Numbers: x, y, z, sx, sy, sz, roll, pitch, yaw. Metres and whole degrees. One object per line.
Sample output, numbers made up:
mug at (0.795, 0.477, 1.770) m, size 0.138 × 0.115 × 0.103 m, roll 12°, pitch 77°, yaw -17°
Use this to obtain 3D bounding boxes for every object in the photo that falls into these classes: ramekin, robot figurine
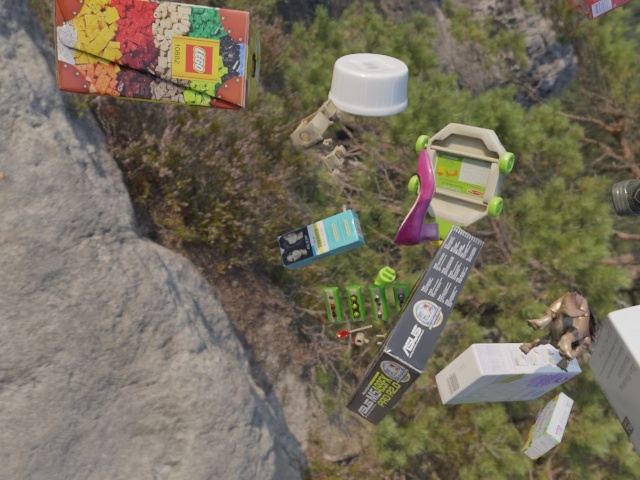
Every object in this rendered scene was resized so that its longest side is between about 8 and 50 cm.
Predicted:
ramekin at (0.168, -0.539, 1.748) m, size 0.277 × 0.277 × 0.135 m, roll -47°, pitch 149°, yaw -47°
robot figurine at (0.257, 0.152, 2.028) m, size 0.067 × 0.115 × 0.101 m, roll 30°, pitch 57°, yaw 9°

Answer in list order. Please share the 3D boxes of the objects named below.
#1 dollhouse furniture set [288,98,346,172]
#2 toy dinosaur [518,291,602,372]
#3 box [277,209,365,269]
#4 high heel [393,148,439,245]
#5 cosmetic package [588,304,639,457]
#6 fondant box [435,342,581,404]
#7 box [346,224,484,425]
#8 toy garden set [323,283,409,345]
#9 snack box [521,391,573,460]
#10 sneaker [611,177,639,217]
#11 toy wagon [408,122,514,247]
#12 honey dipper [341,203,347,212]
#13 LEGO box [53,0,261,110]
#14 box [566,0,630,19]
dollhouse furniture set at (0.010, -0.309, 1.560) m, size 0.161 × 0.101 × 0.181 m, roll 52°, pitch 38°, yaw -20°
toy dinosaur at (0.575, 0.183, 1.173) m, size 0.200 × 0.127 × 0.295 m, roll -41°, pitch 142°, yaw -14°
box at (0.000, 0.000, 1.507) m, size 0.060 × 0.245 × 0.100 m, roll 29°, pitch 44°, yaw -63°
high heel at (0.237, -0.109, 1.307) m, size 0.082 × 0.117 × 0.243 m, roll -13°, pitch 98°, yaw -80°
cosmetic package at (0.475, 0.189, 0.660) m, size 0.151 × 0.152 × 0.183 m, roll 72°, pitch 6°, yaw -47°
fondant box at (0.543, 0.392, 1.501) m, size 0.331 × 0.238 × 0.096 m, roll 2°, pitch 54°, yaw -17°
box at (0.149, 0.134, 0.811) m, size 0.060 × 0.216 × 0.270 m, roll 30°, pitch 53°, yaw 10°
toy garden set at (0.140, 0.230, 1.476) m, size 0.049 × 0.245 × 0.203 m, roll -61°, pitch 144°, yaw -64°
snack box at (0.527, 0.429, 1.184) m, size 0.037 × 0.100 × 0.141 m, roll 38°, pitch 42°, yaw 14°
sneaker at (0.647, -0.090, 0.943) m, size 0.228 × 0.130 × 0.087 m, roll -6°, pitch 89°, yaw -40°
toy wagon at (0.375, -0.143, 1.418) m, size 0.068 × 0.267 × 0.344 m, roll -14°, pitch 119°, yaw -48°
honey dipper at (0.082, -0.046, 1.594) m, size 0.031 × 0.031 × 0.160 m, roll 27°, pitch 49°, yaw -44°
LEGO box at (-0.342, -0.439, 1.227) m, size 0.500 × 0.373 × 0.193 m, roll -104°, pitch -161°, yaw -72°
box at (0.741, -0.677, 1.200) m, size 0.154 × 0.300 × 0.142 m, roll 55°, pitch 17°, yaw -37°
